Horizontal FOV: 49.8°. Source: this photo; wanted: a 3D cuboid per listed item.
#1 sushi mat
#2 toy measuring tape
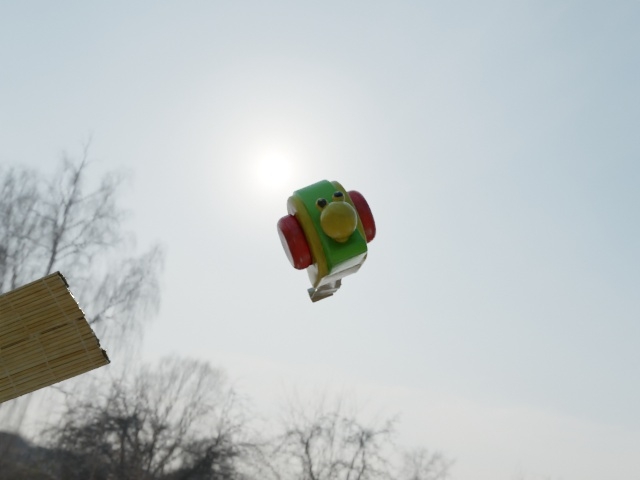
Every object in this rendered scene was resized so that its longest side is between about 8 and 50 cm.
[{"bbox_3d":[-0.467,0.161,0.992,0.316,0.151,0.019,-21,11,12],"label":"sushi mat"},{"bbox_3d":[0.000,0.000,0.893,0.121,0.121,0.330,14,-15,-2],"label":"toy measuring tape"}]
